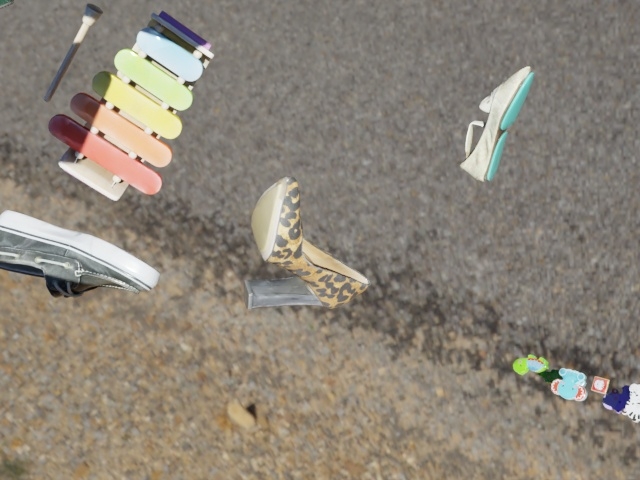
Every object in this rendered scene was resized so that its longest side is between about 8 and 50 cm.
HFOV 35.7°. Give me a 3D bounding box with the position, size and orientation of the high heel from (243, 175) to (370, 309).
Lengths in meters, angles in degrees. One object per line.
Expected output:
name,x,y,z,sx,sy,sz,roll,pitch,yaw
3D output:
high heel,0.000,0.000,1.363,0.186,0.261,0.093,-4,50,-17

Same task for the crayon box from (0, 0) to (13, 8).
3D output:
crayon box,-0.443,-0.213,0.882,0.203,0.083,0.323,0,25,12

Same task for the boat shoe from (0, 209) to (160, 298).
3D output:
boat shoe,-0.444,0.049,1.764,0.335,0.121,0.119,16,74,19

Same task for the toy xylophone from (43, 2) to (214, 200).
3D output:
toy xylophone,-0.319,-0.232,1.598,0.236,0.323,0.081,26,21,-8

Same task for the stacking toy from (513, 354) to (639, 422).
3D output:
stacking toy,0.406,0.227,1.470,0.221,0.167,0.052,14,82,31

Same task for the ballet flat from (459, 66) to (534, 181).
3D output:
ballet flat,0.216,-0.150,1.255,0.052,0.168,0.057,30,35,18
